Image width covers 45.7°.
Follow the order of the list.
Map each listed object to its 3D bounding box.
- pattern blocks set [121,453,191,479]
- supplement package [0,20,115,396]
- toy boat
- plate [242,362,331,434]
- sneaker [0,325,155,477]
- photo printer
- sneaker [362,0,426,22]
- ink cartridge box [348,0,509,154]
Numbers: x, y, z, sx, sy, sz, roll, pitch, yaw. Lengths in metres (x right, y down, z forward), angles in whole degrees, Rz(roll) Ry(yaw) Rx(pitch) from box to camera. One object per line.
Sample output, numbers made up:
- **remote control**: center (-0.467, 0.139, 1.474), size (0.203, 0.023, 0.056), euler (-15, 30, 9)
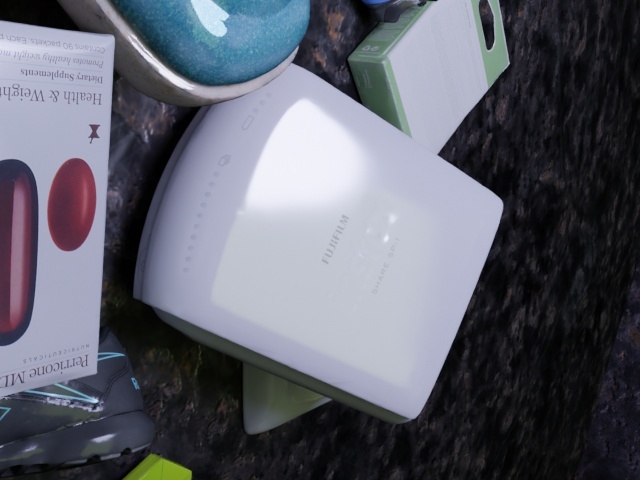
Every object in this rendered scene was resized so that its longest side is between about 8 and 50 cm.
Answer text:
- **pattern blocks set**: center (-0.206, 0.329, 0.683), size (0.285, 0.026, 0.325), euler (-58, 138, -20)
- **supplement package**: center (-0.237, -0.023, 0.412), size (0.194, 0.149, 0.203), euler (-9, 109, -51)
- **toy boat**: center (-0.066, -0.251, 0.516), size (0.267, 0.148, 0.318), euler (57, 43, -13)
- **plate**: center (0.036, 0.060, 0.843), size (0.278, 0.045, 0.277), euler (-15, 115, -37)
- **sneaker**: center (-0.246, 0.119, 0.524), size (0.267, 0.101, 0.106), euler (1, 73, -46)
- **photo printer**: center (0.000, 0.000, 0.691), size (0.307, 0.107, 0.256), euler (29, 80, -27)
- **sneaker**: center (0.095, -0.299, 0.814), size (0.152, 0.058, 0.084), euler (-53, 133, -19)
- **ink cartridge box**: center (0.138, -0.213, 0.906), size (0.235, 0.056, 0.171), euler (-52, 138, -28)
